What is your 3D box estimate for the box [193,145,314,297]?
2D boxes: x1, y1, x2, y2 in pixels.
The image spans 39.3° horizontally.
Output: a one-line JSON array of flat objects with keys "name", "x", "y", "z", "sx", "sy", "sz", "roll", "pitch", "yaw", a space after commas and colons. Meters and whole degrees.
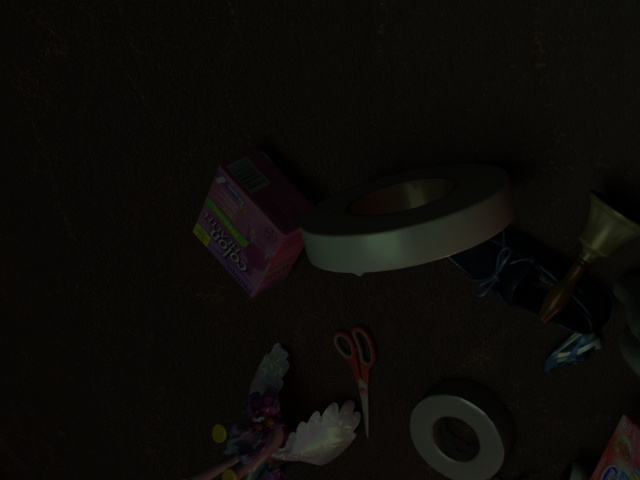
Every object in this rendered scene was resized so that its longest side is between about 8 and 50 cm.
[{"name": "box", "x": -0.143, "y": -0.038, "z": 1.947, "sx": 0.213, "sy": 0.117, "sz": 0.243, "roll": 47, "pitch": 141, "yaw": 14}]

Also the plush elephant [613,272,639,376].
[{"name": "plush elephant", "x": 0.657, "y": 0.215, "z": 1.499, "sx": 0.272, "sy": 0.330, "sz": 0.255, "roll": -19, "pitch": 119, "yaw": 31}]

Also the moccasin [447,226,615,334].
[{"name": "moccasin", "x": 0.383, "y": 0.064, "z": 1.686, "sx": 0.342, "sy": 0.117, "sz": 0.138, "roll": 23, "pitch": 123, "yaw": 23}]

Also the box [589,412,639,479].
[{"name": "box", "x": 0.600, "y": 0.477, "z": 1.667, "sx": 0.154, "sy": 0.142, "sz": 0.300, "roll": 51, "pitch": 132, "yaw": 50}]

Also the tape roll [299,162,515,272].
[{"name": "tape roll", "x": 0.154, "y": -0.048, "z": 1.615, "sx": 0.392, "sy": 0.392, "sz": 0.072, "roll": -4, "pitch": 111, "yaw": 35}]

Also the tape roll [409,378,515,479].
[{"name": "tape roll", "x": 0.305, "y": 0.411, "z": 1.935, "sx": 0.219, "sy": 0.072, "sz": 0.219, "roll": 15, "pitch": 120, "yaw": 27}]

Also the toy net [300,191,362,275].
[{"name": "toy net", "x": 0.000, "y": 0.000, "z": 1.958, "sx": 0.232, "sy": 0.045, "sz": 0.122, "roll": 50, "pitch": 129, "yaw": 3}]

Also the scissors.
[{"name": "scissors", "x": 0.105, "y": 0.331, "z": 2.062, "sx": 0.109, "sy": 0.021, "sz": 0.297, "roll": -6, "pitch": 108, "yaw": 36}]

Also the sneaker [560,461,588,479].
[{"name": "sneaker", "x": 0.548, "y": 0.579, "z": 1.851, "sx": 0.123, "sy": 0.106, "sz": 0.290, "roll": 5, "pitch": 119, "yaw": 13}]

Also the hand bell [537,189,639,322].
[{"name": "hand bell", "x": 0.458, "y": 0.044, "z": 1.576, "sx": 0.126, "sy": 0.126, "sz": 0.242, "roll": 36, "pitch": 109, "yaw": 14}]

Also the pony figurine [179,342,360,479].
[{"name": "pony figurine", "x": -0.129, "y": 0.466, "z": 2.115, "sx": 0.303, "sy": 0.363, "sz": 0.351, "roll": 42, "pitch": 114, "yaw": 23}]

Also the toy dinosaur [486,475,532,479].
[{"name": "toy dinosaur", "x": 0.407, "y": 0.547, "z": 1.957, "sx": 0.092, "sy": 0.053, "sz": 0.183, "roll": 21, "pitch": 131, "yaw": 6}]

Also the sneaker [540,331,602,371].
[{"name": "sneaker", "x": 0.485, "y": 0.220, "z": 1.736, "sx": 0.059, "sy": 0.053, "sz": 0.144, "roll": 44, "pitch": 130, "yaw": 6}]
